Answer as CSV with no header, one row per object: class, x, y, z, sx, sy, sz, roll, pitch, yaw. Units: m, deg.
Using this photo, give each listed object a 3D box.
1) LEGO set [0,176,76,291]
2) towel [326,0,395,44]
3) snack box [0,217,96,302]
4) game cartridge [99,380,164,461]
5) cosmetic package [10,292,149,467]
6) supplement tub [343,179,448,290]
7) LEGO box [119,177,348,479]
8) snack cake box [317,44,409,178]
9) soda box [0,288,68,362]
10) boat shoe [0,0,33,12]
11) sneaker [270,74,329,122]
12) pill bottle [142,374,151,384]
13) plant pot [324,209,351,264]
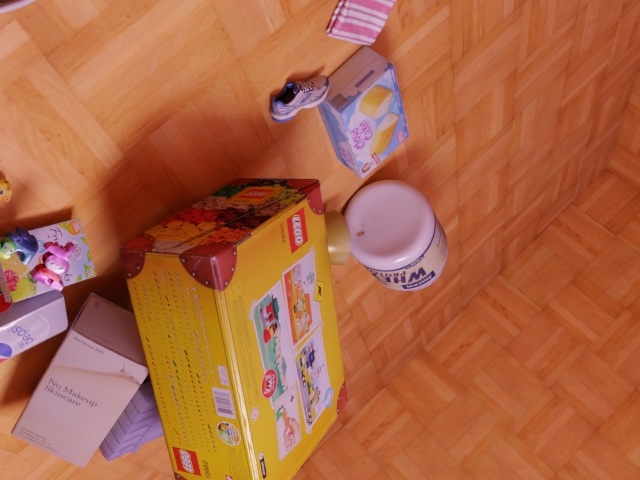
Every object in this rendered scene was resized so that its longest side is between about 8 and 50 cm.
LEGO set,-0.449,-0.030,1.021,0.227,0.087,0.093,38,86,-40
towel,0.098,-0.455,1.330,0.144,0.029,0.197,-9,135,-51
snack box,-0.436,0.029,1.132,0.141,0.037,0.100,-20,99,-43
game cartridge,-0.275,0.333,1.528,0.355,0.068,0.230,-14,153,-49
cosmetic package,-0.430,0.264,1.329,0.309,0.160,0.113,-54,-166,29
supplement tub,0.208,0.000,1.900,0.235,0.235,0.325,-47,154,0
LEGO box,-0.130,0.176,1.332,0.372,0.193,0.500,-40,127,-55
snack cake box,0.091,-0.263,1.521,0.152,0.089,0.264,-44,154,-7
soda box,-0.550,0.147,1.124,0.286,0.098,0.091,-29,149,-34
boat shoe,-0.241,-0.357,0.809,0.367,0.156,0.136,-34,152,-23
sneaker,-0.038,-0.277,1.353,0.135,0.052,0.058,-39,149,-18
pill bottle,-0.382,0.249,1.495,0.117,0.117,0.215,-45,154,-3
plant pot,0.000,0.000,1.728,0.095,0.134,0.134,-10,138,-28
